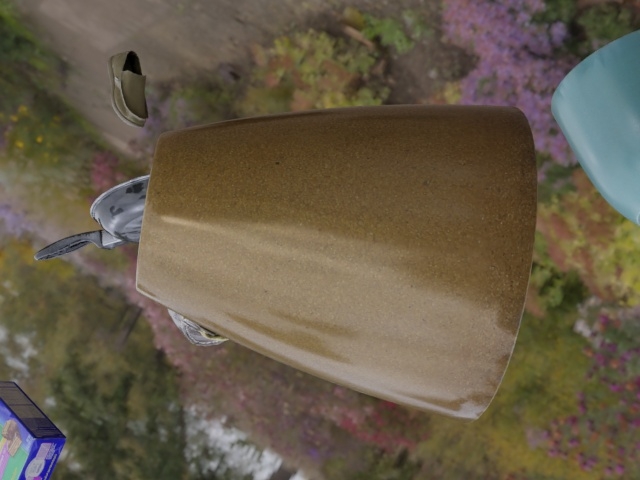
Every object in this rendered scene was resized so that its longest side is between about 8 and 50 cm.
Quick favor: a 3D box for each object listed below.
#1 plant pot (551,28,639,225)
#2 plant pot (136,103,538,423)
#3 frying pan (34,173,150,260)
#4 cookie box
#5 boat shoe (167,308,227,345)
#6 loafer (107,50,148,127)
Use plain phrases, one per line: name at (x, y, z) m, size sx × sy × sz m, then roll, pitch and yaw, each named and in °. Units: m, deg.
plant pot at (0.540, -0.160, 1.626) m, size 0.293 × 0.235 × 0.293 m, roll -13°, pitch 155°, yaw -6°
plant pot at (0.000, 0.000, 0.766) m, size 0.254 × 0.237 × 0.237 m, roll 8°, pitch 175°, yaw -7°
frying pan at (-0.267, -0.025, 1.396) m, size 0.326 × 0.053 × 0.197 m, roll -17°, pitch 162°, yaw 6°
cookie box at (-0.304, 0.201, 1.012) m, size 0.107 × 0.092 × 0.040 m, roll 32°, pitch -168°, yaw 39°
boat shoe at (-0.139, 0.076, 1.385) m, size 0.116 × 0.097 × 0.324 m, roll -9°, pitch 154°, yaw -18°
loafer at (-0.312, -0.251, 1.707) m, size 0.056 × 0.050 × 0.148 m, roll 6°, pitch -125°, yaw -48°
